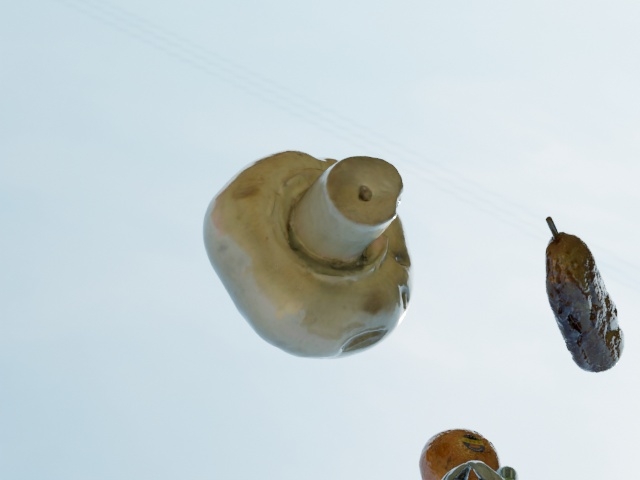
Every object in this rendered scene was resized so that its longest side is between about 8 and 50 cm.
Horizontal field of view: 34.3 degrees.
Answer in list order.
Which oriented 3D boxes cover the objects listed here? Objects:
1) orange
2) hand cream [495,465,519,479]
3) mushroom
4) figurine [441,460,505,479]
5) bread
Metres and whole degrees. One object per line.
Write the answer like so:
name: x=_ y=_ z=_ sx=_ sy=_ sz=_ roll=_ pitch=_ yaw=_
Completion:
orange: x=0.223 y=0.371 z=1.676 sx=0.136 sy=0.117 sz=0.135 roll=24 pitch=-158 yaw=-10
hand cream: x=0.254 y=0.383 z=1.413 sx=0.046 sy=0.095 sz=0.175 roll=6 pitch=-151 yaw=3
mushroom: x=-0.021 y=0.011 z=1.631 sx=0.325 sy=0.353 sz=0.353 roll=-4 pitch=-153 yaw=6
figurine: x=0.187 y=0.320 z=1.284 sx=0.082 sy=0.086 sz=0.094 roll=35 pitch=171 yaw=32
bread: x=0.434 y=0.091 z=1.724 sx=0.084 sy=0.344 sz=0.124 roll=-5 pitch=-139 yaw=29
